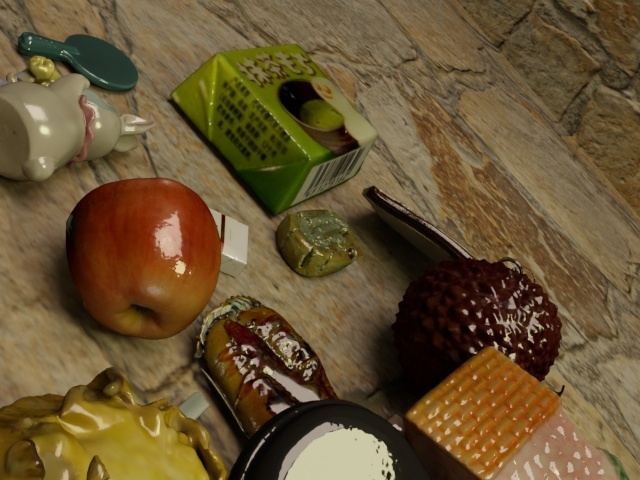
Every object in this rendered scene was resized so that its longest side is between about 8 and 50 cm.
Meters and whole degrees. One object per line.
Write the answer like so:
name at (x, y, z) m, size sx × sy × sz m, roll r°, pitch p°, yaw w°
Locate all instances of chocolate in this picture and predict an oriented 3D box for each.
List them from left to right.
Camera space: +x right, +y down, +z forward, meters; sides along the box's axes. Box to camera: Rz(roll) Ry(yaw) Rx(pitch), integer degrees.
chocolate at (-0.067, -0.222, 1.252) m, size 0.288 × 0.137 × 0.301 m, roll 49°, pitch 34°, yaw 7°

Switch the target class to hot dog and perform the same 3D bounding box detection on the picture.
hot dog at (-0.051, 0.188, 0.879) m, size 0.270 × 0.082 × 0.163 m, roll 52°, pitch 33°, yaw 14°

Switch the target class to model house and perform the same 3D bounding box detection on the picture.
model house at (0.210, 0.283, 0.877) m, size 0.202 × 0.237 × 0.237 m, roll -30°, pitch 80°, yaw -34°

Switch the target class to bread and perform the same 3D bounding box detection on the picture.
bread at (0.000, 0.000, 1.149) m, size 0.156 × 0.064 × 0.117 m, roll -14°, pitch 66°, yaw -51°

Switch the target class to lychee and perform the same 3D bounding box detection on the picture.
lychee at (0.241, 0.158, 1.048) m, size 0.264 × 0.264 × 0.300 m, roll 12°, pitch 19°, yaw -39°

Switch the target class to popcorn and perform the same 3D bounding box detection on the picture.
popcorn at (-0.198, 0.221, 0.586) m, size 0.250 × 0.190 × 0.250 m, roll 39°, pitch 6°, yaw -5°

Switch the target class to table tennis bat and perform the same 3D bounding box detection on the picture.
table tennis bat at (-0.384, -0.295, 1.097) m, size 0.201 × 0.033 × 0.124 m, roll 2°, pitch 50°, yaw -48°

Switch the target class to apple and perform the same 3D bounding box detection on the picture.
apple at (-0.209, 0.024, 0.818) m, size 0.199 × 0.199 × 0.199 m, roll 28°, pitch 37°, yaw -23°

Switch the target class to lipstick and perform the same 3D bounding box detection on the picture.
lipstick at (-0.170, 0.215, 0.775) m, size 0.025 × 0.025 × 0.107 m, roll 46°, pitch 40°, yaw 3°

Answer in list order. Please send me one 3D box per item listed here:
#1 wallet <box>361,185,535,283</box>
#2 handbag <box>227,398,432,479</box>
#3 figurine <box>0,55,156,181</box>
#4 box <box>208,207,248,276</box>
wallet at (0.224, 0.001, 1.275) m, size 0.335 × 0.068 × 0.275 m, roll 35°, pitch -1°, yaw 6°
handbag at (0.028, 0.324, 0.730) m, size 0.254 × 0.093 × 0.308 m, roll -32°, pitch 91°, yaw -37°
figurine at (-0.346, -0.165, 0.925) m, size 0.155 × 0.127 × 0.235 m, roll 38°, pitch 28°, yaw 8°
box at (-0.179, -0.013, 0.998) m, size 0.154 × 0.040 × 0.084 m, roll 26°, pitch 35°, yaw -26°
